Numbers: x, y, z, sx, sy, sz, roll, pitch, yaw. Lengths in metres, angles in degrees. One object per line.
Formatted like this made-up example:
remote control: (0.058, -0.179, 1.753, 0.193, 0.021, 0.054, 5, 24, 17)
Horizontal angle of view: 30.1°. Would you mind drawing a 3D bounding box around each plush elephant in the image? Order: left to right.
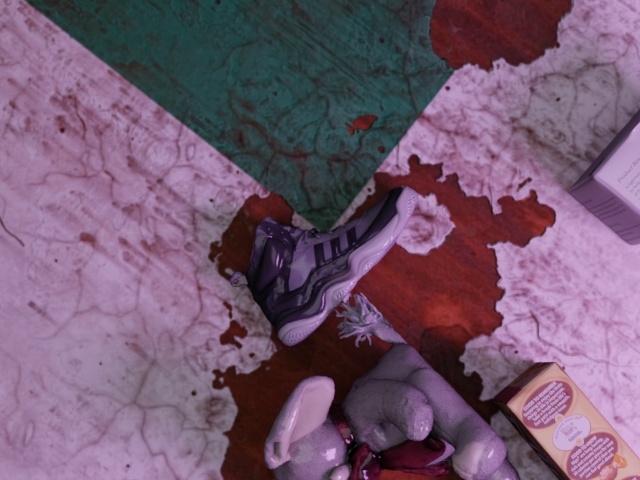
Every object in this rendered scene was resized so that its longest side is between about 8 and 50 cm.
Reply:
plush elephant: (0.055, 0.258, 1.482, 0.255, 0.272, 0.330, -41, 70, -4)

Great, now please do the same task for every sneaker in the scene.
sneaker: (0.000, 0.000, 1.587, 0.153, 0.101, 0.268, 42, 90, 3)

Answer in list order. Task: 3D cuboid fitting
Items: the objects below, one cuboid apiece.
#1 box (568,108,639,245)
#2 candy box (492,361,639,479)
box: (0.435, -0.102, 1.539, 0.119, 0.182, 0.181, 41, 88, 4)
candy box: (0.357, 0.298, 1.500, 0.087, 0.183, 0.316, -39, 84, -2)
